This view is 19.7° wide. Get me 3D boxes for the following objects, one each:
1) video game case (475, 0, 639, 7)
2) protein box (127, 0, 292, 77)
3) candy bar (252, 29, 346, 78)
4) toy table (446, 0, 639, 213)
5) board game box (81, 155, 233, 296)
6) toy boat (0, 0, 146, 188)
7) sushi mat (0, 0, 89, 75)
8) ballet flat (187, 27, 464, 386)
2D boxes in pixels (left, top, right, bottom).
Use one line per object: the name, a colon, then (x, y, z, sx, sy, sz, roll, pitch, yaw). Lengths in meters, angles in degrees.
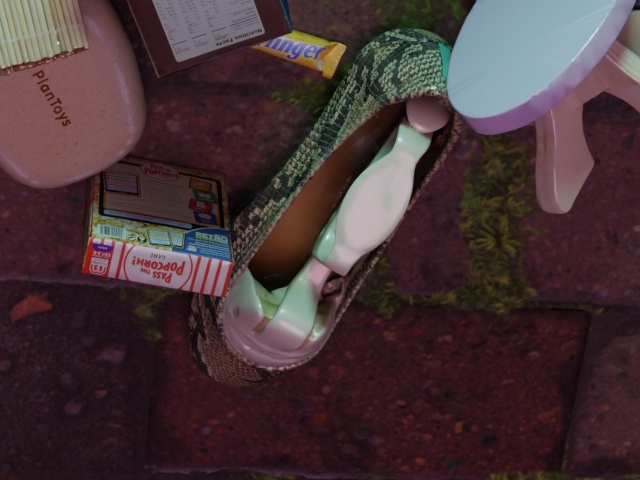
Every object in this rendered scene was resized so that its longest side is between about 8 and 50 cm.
video game case: (0.231, -0.303, 1.872, 0.173, 0.022, 0.190, -17, 119, 4)
protein box: (-0.125, -0.298, 1.735, 0.136, 0.200, 0.201, -18, 120, 4)
candy bar: (-0.055, -0.208, 1.898, 0.161, 0.018, 0.040, 17, 116, -15)
toy table: (0.253, -0.175, 1.809, 0.274, 0.252, 0.161, -51, 127, -15)
board game box: (-0.168, -0.021, 1.891, 0.147, 0.193, 0.045, 11, 118, -11)
toy boat: (-0.345, -0.159, 1.840, 0.318, 0.148, 0.267, -21, 124, -2)
sushi mat: (-0.326, -0.310, 1.723, 0.151, 0.019, 0.316, -15, 88, 1)
ballet flat: (0.000, 0.000, 1.926, 0.164, 0.182, 0.483, 25, 114, -19)
